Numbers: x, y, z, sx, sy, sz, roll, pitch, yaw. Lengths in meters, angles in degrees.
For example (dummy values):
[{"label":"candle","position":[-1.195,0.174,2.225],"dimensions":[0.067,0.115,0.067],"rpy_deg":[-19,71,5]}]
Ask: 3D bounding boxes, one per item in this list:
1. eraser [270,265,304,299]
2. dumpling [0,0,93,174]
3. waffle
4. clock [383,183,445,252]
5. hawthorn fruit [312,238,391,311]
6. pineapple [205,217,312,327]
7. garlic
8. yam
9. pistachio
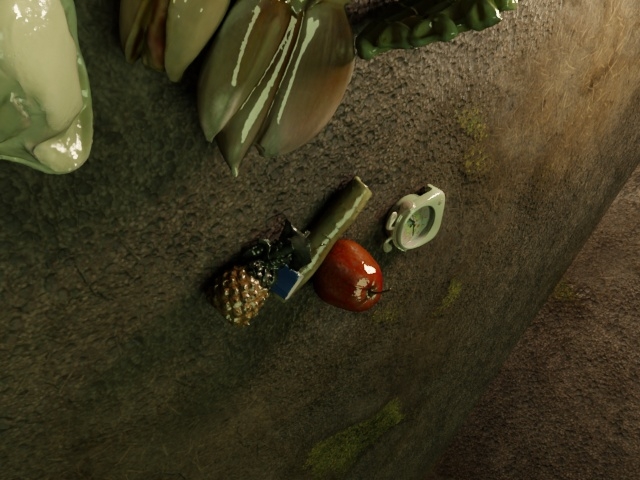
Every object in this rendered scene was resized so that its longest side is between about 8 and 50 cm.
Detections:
[{"label":"eraser","position":[-0.086,0.076,1.115],"dimensions":[0.063,0.084,0.027],"rpy_deg":[-55,163,4]},{"label":"dumpling","position":[-0.362,-0.227,0.576],"dimensions":[0.318,0.187,0.243],"rpy_deg":[68,27,-61]},{"label":"waffle","position":[0.205,-0.380,0.863],"dimensions":[0.309,0.291,0.056],"rpy_deg":[-50,128,-36]},{"label":"clock","position":[0.228,-0.049,1.349],"dimensions":[0.191,0.062,0.152],"rpy_deg":[-24,135,-30]},{"label":"hawthorn fruit","position":[0.079,0.096,1.203],"dimensions":[0.162,0.203,0.163],"rpy_deg":[-29,139,-29]},{"label":"pineapple","position":[-0.111,0.059,1.057],"dimensions":[0.237,0.111,0.119],"rpy_deg":[-47,115,-7]},{"label":"garlic","position":[-0.063,-0.263,0.821],"dimensions":[0.279,0.132,0.325],"rpy_deg":[-2,128,-46]},{"label":"yam","position":[0.000,0.000,1.154],"dimensions":[0.317,0.067,0.071],"rpy_deg":[-52,169,3]},{"label":"pistachio","position":[-0.181,-0.313,0.670],"dimensions":[0.144,0.144,0.215],"rpy_deg":[5,113,-47]}]
